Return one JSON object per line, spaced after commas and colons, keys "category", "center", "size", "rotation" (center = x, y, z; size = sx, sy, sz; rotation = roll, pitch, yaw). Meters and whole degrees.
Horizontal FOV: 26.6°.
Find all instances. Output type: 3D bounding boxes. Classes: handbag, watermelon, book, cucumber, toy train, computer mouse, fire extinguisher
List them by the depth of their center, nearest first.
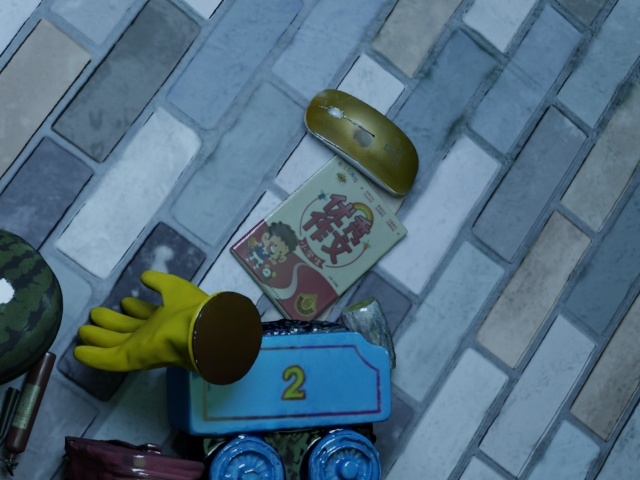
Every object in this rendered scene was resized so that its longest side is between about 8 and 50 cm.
{"category": "watermelon", "center": [-0.440, 0.089, 1.743], "size": [0.212, 0.212, 0.212], "rotation": [1, 86, -20]}
{"category": "handbag", "center": [-0.256, 0.328, 1.783], "size": [0.146, 0.225, 0.135], "rotation": [17, 80, -31]}
{"category": "fire extinguisher", "center": [-0.406, 0.230, 1.836], "size": [0.049, 0.035, 0.173], "rotation": [21, 76, -21]}
{"category": "toy train", "center": [-0.051, 0.241, 1.882], "size": [0.300, 0.188, 0.265], "rotation": [-2, 87, -19]}
{"category": "book", "center": [0.000, 0.000, 2.005], "size": [0.232, 0.022, 0.162], "rotation": [-42, 101, -17]}
{"category": "cucumber", "center": [0.075, 0.143, 2.005], "size": [0.064, 0.064, 0.112], "rotation": [-21, 96, -20]}
{"category": "computer mouse", "center": [0.066, -0.148, 2.017], "size": [0.199, 0.045, 0.102], "rotation": [37, 54, -14]}

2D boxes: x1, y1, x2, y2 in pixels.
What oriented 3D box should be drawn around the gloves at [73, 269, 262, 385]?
{"category": "gloves", "center": [-0.219, 0.117, 1.784], "size": [0.133, 0.294, 0.116], "rotation": [-31, 114, -41]}
